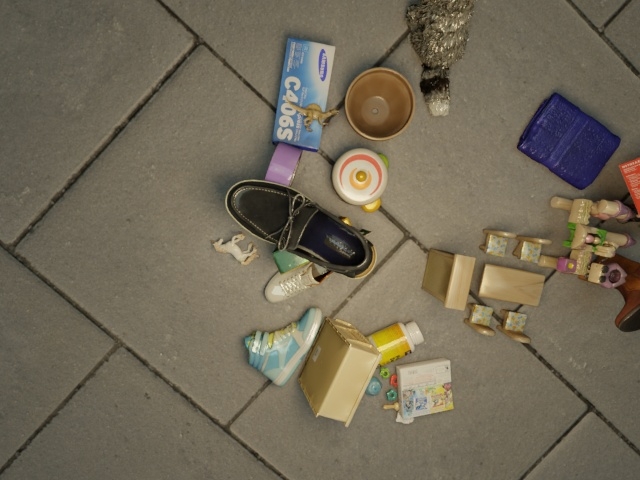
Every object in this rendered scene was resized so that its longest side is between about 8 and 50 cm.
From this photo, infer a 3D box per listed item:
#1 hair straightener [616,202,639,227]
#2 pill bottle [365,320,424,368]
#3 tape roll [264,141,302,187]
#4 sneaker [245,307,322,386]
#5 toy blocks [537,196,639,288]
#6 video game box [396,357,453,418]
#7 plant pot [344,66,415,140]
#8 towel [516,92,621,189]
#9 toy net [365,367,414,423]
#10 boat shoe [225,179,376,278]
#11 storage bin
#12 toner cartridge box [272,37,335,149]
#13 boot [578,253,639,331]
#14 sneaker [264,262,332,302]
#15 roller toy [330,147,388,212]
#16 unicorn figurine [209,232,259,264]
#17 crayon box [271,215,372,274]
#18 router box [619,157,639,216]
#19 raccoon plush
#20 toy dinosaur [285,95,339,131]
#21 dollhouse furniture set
[{"bbox_3d":[1.192,-0.088,1.482,0.230,0.047,0.089,4,95,-8],"label":"hair straightener"},{"bbox_3d":[0.257,0.371,1.447,0.214,0.117,0.117,-24,96,0],"label":"pill bottle"},{"bbox_3d":[-0.127,-0.228,1.343,0.080,0.189,0.189,20,94,-3],"label":"tape roll"},{"bbox_3d":[-0.145,0.343,1.424,0.208,0.127,0.319,31,92,-6],"label":"sneaker"},{"bbox_3d":[0.962,0.006,1.353,0.259,0.309,0.289,11,95,-8],"label":"toy blocks"},{"bbox_3d":[0.386,0.544,1.484,0.205,0.048,0.187,-5,90,-13],"label":"video game box"},{"bbox_3d":[0.195,-0.456,1.378,0.237,0.110,0.238,0,95,-4],"label":"plant pot"},{"bbox_3d":[0.883,-0.350,1.441,0.308,0.076,0.228,31,100,-5],"label":"towel"},{"bbox_3d":[0.273,0.584,1.507,0.122,0.045,0.232,-45,98,-11],"label":"toy net"},{"bbox_3d":[-0.061,-0.044,1.186,0.500,0.156,0.187,29,87,6],"label":"boat shoe"},{"bbox_3d":[0.051,0.433,1.378,0.123,0.260,0.262,23,94,-22],"label":"storage bin"},{"bbox_3d":[-0.060,-0.494,1.380,0.165,0.075,0.348,9,94,-6],"label":"toner cartridge box"},{"bbox_3d":[1.012,0.160,1.381,0.096,0.280,0.264,38,92,-23],"label":"boot"},{"bbox_3d":[-0.074,0.132,1.411,0.290,0.123,0.106,-32,97,2],"label":"sneaker"},{"bbox_3d":[0.130,-0.213,1.377,0.191,0.146,0.210,14,95,-3],"label":"roller toy"},{"bbox_3d":[-0.303,0.025,1.421,0.111,0.060,0.162,-41,95,1],"label":"unicorn figurine"},{"bbox_3d":[0.000,0.000,1.362,0.322,0.203,0.083,-25,95,-1],"label":"crayon box"},{"bbox_3d":[1.173,-0.149,1.355,0.335,0.082,0.301,-15,84,-33],"label":"router box"},{"bbox_3d":[0.434,-0.656,1.276,0.216,0.299,0.447,-17,96,-1],"label":"raccoon plush"},{"bbox_3d":[-0.033,-0.415,1.334,0.183,0.053,0.093,7,79,-12],"label":"toy dinosaur"},{"bbox_3d":[0.587,0.146,1.374,0.393,0.256,0.362,10,95,-3],"label":"dollhouse furniture set"}]
